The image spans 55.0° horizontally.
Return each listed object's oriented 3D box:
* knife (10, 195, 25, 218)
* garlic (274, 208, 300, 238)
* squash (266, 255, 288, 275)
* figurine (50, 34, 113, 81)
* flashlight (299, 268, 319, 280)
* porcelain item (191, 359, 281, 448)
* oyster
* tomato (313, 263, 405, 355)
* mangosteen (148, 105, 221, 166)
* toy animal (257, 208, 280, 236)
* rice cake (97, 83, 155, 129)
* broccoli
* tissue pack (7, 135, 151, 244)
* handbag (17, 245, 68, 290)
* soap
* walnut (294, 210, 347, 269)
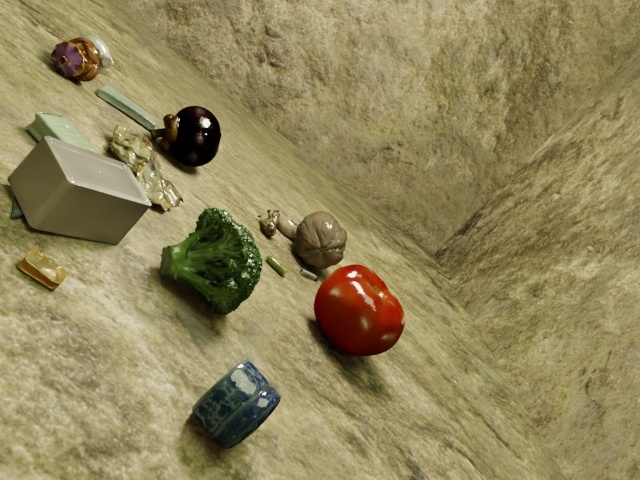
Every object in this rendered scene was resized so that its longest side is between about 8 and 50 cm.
[{"bbox_3d":[-0.649,-0.103,1.333,0.028,0.015,0.210,39,16,-38],"label":"knife"},{"bbox_3d":[-0.129,-0.055,2.371,0.152,0.066,0.084,43,-12,-11],"label":"garlic"},{"bbox_3d":[-0.145,0.081,2.029,0.083,0.027,0.027,43,16,3],"label":"squash"},{"bbox_3d":[-0.805,-0.622,2.089,0.189,0.142,0.263,8,24,-5],"label":"figurine"},{"bbox_3d":[-0.040,0.123,2.186,0.083,0.018,0.018,29,20,-41],"label":"flashlight"},{"bbox_3d":[-0.157,0.316,1.179,0.114,0.147,0.147,45,16,9],"label":"porcelain item"},{"bbox_3d":[-0.517,-0.234,1.827,0.354,0.107,0.201,48,13,17],"label":"oyster"},{"bbox_3d":[0.113,0.229,1.903,0.298,0.226,0.299,42,20,-20],"label":"tomato"},{"bbox_3d":[-0.472,-0.367,2.146,0.249,0.211,0.211,7,26,-12],"label":"mangosteen"},{"bbox_3d":[-0.189,-0.080,2.279,0.086,0.069,0.220,60,16,-18],"label":"toy animal"},{"bbox_3d":[-0.678,-0.471,2.166,0.221,0.042,0.080,33,20,-27],"label":"rice cake"},{"bbox_3d":[-0.265,0.054,1.519,0.241,0.261,0.269,6,74,-28],"label":"broccoli"},{"bbox_3d":[-0.530,-0.107,1.375,0.159,0.136,0.246,54,16,25],"label":"tissue pack"},{"bbox_3d":[-0.532,0.055,1.182,0.083,0.027,0.061,40,15,-18],"label":"handbag"},{"bbox_3d":[-0.652,-0.242,1.595,0.198,0.063,0.114,46,15,9],"label":"soap"},{"bbox_3d":[0.000,0.000,2.291,0.224,0.224,0.224,39,16,-14],"label":"walnut"}]
